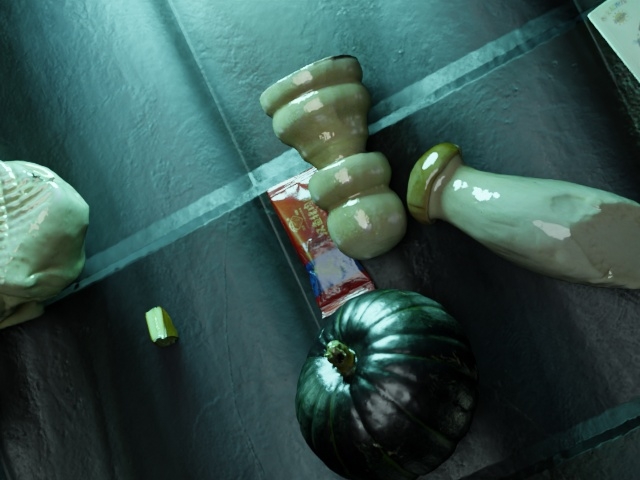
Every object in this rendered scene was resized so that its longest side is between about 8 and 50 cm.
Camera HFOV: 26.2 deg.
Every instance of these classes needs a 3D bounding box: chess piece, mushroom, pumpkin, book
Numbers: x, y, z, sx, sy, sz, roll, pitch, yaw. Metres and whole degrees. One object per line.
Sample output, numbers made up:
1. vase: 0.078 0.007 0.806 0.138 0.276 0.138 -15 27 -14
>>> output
1. chess piece: 0.033 -0.101 1.805 0.143 0.143 0.260 -25 81 13
2. mushroom: 0.270 -0.026 1.723 0.350 0.128 0.128 22 90 23
3. pumpkin: 0.074 0.177 1.713 0.250 0.216 0.249 -25 45 27
4. book: 0.472 -0.247 1.736 0.162 0.022 0.232 -37 75 10

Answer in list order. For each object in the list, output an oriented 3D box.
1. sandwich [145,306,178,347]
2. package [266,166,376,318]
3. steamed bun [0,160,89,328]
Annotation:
1. sandwich: -0.217 0.127 1.898 0.031 0.044 0.083 -32 32 7
2. package: 0.000 0.000 1.854 0.083 0.022 0.200 -28 74 12
3. steamed bun: -0.471 0.013 1.909 0.320 0.206 0.275 10 71 19
